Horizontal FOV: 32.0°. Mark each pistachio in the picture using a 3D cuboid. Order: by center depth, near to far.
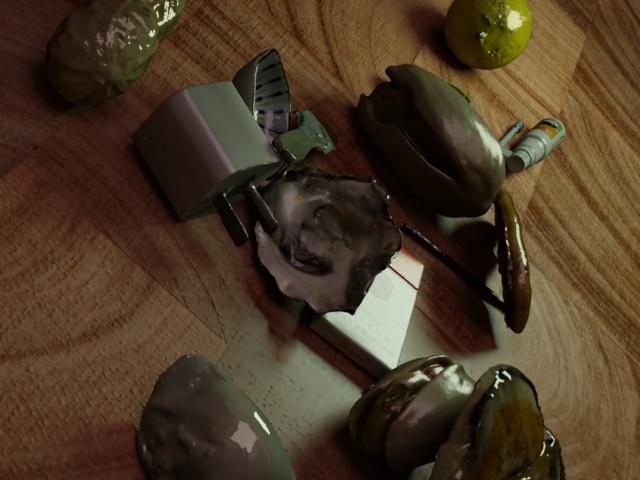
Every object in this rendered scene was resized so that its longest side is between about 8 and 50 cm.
[{"bbox_3d":[0.129,0.225,1.440,0.215,0.144,0.144,-14,68,-44],"label":"pistachio"},{"bbox_3d":[0.189,-0.162,1.830,0.288,0.166,0.197,54,12,14],"label":"pistachio"}]

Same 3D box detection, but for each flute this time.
[{"bbox_3d":[0.234,0.054,1.799,0.269,0.014,0.014,37,37,-16],"label":"flute"}]

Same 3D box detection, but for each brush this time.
[{"bbox_3d":[-0.020,-0.148,1.611,0.085,0.020,0.336,53,15,-5],"label":"brush"}]

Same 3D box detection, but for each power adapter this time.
[{"bbox_3d":[-0.131,-0.088,1.455,0.130,0.125,0.205,-18,73,-52],"label":"power adapter"}]

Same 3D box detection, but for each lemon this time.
[{"bbox_3d":[0.334,-0.423,2.203,0.206,0.173,0.173,-15,69,-51],"label":"lemon"}]

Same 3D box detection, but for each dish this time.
[{"bbox_3d":[-0.098,-0.179,1.590,0.190,0.066,0.191,2,90,-76],"label":"dish"}]

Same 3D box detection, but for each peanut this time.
[{"bbox_3d":[-0.264,-0.283,1.486,0.298,0.136,0.120,-69,146,-52],"label":"peanut"}]

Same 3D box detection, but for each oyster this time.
[{"bbox_3d":[0.000,0.000,1.525,0.214,0.083,0.223,19,61,15],"label":"oyster"}]

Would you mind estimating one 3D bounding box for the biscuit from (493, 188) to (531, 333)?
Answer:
[{"bbox_3d":[0.306,0.011,1.808,0.299,0.045,0.154,-88,171,-50],"label":"biscuit"}]

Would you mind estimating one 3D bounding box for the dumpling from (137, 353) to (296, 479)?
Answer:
[{"bbox_3d":[-0.119,0.238,1.197,0.151,0.124,0.229,-30,72,-17],"label":"dumpling"}]

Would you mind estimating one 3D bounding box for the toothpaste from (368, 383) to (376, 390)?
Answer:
[{"bbox_3d":[0.118,0.205,1.537,0.140,0.021,0.037,-6,71,-46],"label":"toothpaste"}]

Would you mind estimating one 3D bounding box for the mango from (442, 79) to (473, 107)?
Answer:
[{"bbox_3d":[0.196,-0.251,1.991,0.165,0.074,0.091,29,45,-6],"label":"mango"}]

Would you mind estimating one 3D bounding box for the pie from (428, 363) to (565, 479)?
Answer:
[{"bbox_3d":[0.227,0.320,1.409,0.339,0.077,0.339,0,90,-57],"label":"pie"}]

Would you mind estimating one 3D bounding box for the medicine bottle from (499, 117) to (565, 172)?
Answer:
[{"bbox_3d":[0.402,-0.189,2.165,0.092,0.061,0.220,30,33,16],"label":"medicine bottle"}]

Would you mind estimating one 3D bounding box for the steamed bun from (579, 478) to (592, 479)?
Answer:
[{"bbox_3d":[0.400,0.454,1.372,0.372,0.230,0.325,34,56,-52],"label":"steamed bun"}]

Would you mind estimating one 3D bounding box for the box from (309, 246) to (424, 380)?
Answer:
[{"bbox_3d":[0.071,0.077,1.592,0.139,0.035,0.245,39,38,-12],"label":"box"}]
